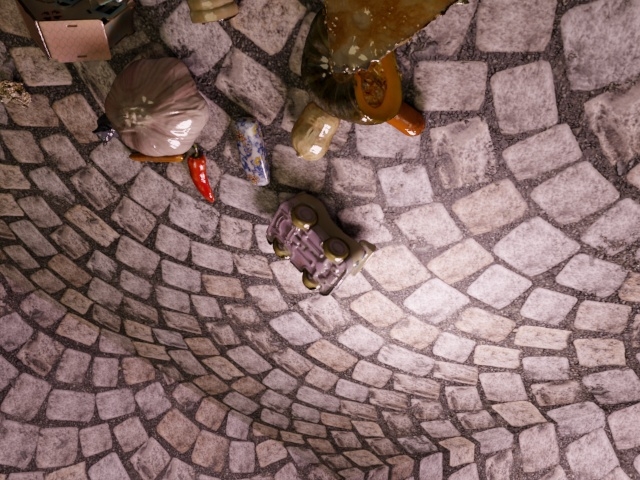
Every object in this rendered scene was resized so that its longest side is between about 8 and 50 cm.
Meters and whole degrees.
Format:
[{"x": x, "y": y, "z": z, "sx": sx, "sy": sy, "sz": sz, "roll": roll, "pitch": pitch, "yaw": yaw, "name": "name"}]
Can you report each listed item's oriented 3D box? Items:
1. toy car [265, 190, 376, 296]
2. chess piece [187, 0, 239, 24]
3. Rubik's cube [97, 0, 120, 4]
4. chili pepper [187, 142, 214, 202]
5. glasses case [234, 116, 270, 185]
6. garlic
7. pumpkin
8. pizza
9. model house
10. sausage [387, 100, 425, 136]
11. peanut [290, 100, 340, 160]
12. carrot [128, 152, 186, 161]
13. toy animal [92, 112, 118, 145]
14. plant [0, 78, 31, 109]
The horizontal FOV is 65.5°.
[{"x": 0.000, "y": 0.000, "z": 1.765, "sx": 0.336, "sy": 0.226, "sz": 0.242, "roll": 47, "pitch": 136, "yaw": 13, "name": "toy car"}, {"x": -0.310, "y": -0.714, "z": 1.255, "sx": 0.138, "sy": 0.137, "sz": 0.300, "roll": 2, "pitch": 129, "yaw": 19, "name": "chess piece"}, {"x": -0.529, "y": -0.740, "z": 1.254, "sx": 0.213, "sy": 0.224, "sz": 0.265, "roll": 4, "pitch": 136, "yaw": 39, "name": "Rubik's cube"}, {"x": -0.433, "y": -0.239, "z": 1.787, "sx": 0.071, "sy": 0.063, "sz": 0.272, "roll": 18, "pitch": 139, "yaw": 21, "name": "chili pepper"}, {"x": -0.225, "y": -0.292, "z": 1.652, "sx": 0.087, "sy": 0.065, "sz": 0.247, "roll": 6, "pitch": 134, "yaw": 19, "name": "glasses case"}, {"x": -0.506, "y": -0.394, "z": 1.518, "sx": 0.318, "sy": 0.259, "sz": 0.317, "roll": 3, "pitch": 108, "yaw": 8, "name": "garlic"}, {"x": 0.076, "y": -0.459, "z": 1.299, "sx": 0.232, "sy": 0.242, "sz": 0.324, "roll": 9, "pitch": 115, "yaw": 55, "name": "pumpkin"}, {"x": 0.175, "y": -0.615, "z": 1.106, "sx": 0.393, "sy": 0.080, "sz": 0.434, "roll": -10, "pitch": 103, "yaw": -5, "name": "pizza"}, {"x": -0.719, "y": -0.633, "z": 1.393, "sx": 0.326, "sy": 0.244, "sz": 0.169, "roll": 20, "pitch": 147, "yaw": 3, "name": "model house"}, {"x": 0.213, "y": -0.365, "z": 1.416, "sx": 0.198, "sy": 0.076, "sz": 0.076, "roll": 31, "pitch": 134, "yaw": -9, "name": "sausage"}, {"x": -0.017, "y": -0.334, "z": 1.495, "sx": 0.129, "sy": 0.129, "sz": 0.224, "roll": 26, "pitch": 133, "yaw": -3, "name": "peanut"}, {"x": -0.593, "y": -0.305, "z": 1.800, "sx": 0.248, "sy": 0.043, "sz": 0.043, "roll": 3, "pitch": 132, "yaw": 21, "name": "carrot"}, {"x": -0.700, "y": -0.390, "z": 1.638, "sx": 0.117, "sy": 0.210, "sz": 0.121, "roll": -10, "pitch": 127, "yaw": 30, "name": "toy animal"}, {"x": -1.097, "y": -0.504, "z": 1.749, "sx": 0.122, "sy": 0.104, "sz": 0.116, "roll": -20, "pitch": 123, "yaw": 10, "name": "plant"}]
